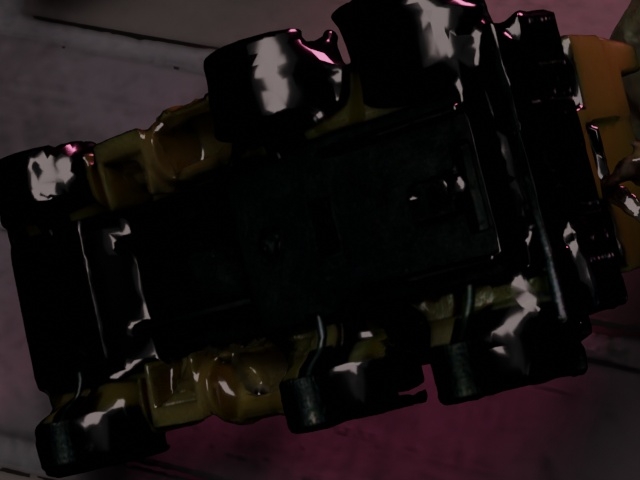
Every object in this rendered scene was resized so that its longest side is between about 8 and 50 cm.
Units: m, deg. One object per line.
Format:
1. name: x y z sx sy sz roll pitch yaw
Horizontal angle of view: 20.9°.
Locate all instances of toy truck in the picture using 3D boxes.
1. toy truck: -0.004 0.001 0.601 0.257 0.127 0.127 -17 86 38

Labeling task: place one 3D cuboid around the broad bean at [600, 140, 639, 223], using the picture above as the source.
1. broad bean: 0.141 0.106 0.526 0.144 0.292 0.049 -2 16 -17

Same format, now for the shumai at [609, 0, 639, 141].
1. shumai: 0.250 -0.040 0.596 0.222 0.225 0.261 -33 75 -33
